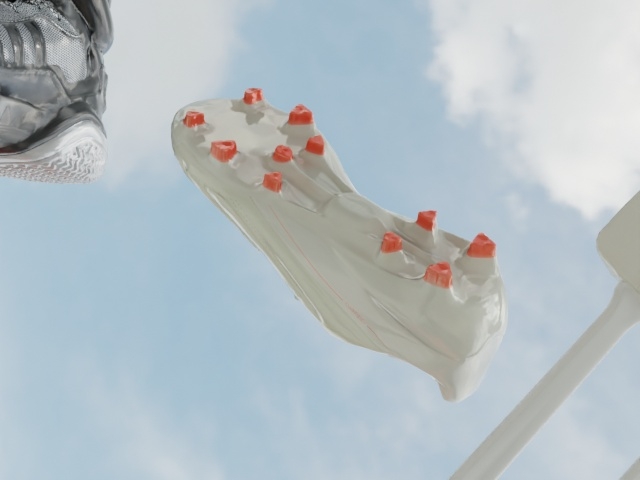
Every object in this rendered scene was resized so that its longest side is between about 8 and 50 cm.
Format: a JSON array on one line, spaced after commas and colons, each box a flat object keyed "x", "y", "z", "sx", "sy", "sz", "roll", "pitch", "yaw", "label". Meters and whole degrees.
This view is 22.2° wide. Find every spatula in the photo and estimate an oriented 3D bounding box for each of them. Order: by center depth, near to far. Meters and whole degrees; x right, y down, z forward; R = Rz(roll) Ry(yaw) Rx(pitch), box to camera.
[{"x": 0.142, "y": 0.087, "z": 0.693, "sx": 0.242, "sy": 0.168, "sz": 0.019, "roll": -47, "pitch": -159, "yaw": -1, "label": "spatula"}]

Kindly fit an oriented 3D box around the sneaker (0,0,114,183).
[{"x": -0.206, "y": -0.132, "z": 0.968, "sx": 0.101, "sy": 0.268, "sz": 0.153, "roll": 4, "pitch": -102, "yaw": 22, "label": "sneaker"}]

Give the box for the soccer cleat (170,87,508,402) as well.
[{"x": 0.000, "y": 0.000, "z": 0.715, "sx": 0.196, "sy": 0.068, "sz": 0.076, "roll": 36, "pitch": -44, "yaw": 34, "label": "soccer cleat"}]
